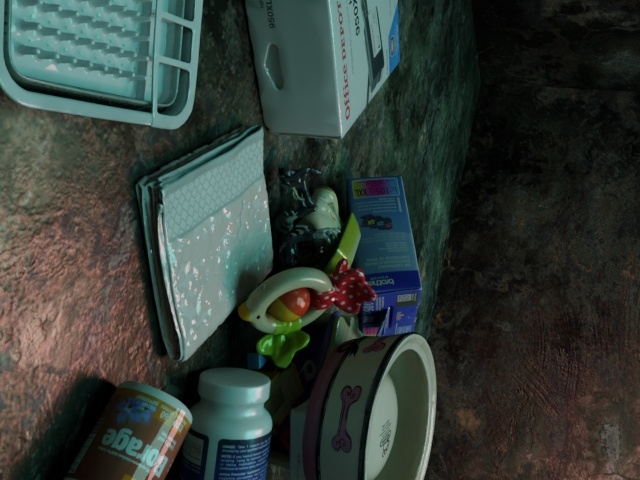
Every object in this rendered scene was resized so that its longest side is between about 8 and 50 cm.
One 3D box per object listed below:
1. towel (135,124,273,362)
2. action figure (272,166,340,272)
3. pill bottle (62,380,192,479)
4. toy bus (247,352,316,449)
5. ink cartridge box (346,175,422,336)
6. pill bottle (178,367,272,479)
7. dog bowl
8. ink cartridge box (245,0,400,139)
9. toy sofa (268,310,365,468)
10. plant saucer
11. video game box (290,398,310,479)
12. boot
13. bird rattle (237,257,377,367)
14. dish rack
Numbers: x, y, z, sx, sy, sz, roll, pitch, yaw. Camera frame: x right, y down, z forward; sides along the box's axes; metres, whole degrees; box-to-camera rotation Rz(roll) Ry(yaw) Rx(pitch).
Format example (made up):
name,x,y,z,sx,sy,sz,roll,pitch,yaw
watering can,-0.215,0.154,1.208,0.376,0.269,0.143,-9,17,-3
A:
name,x,y,z,sx,sy,sz,roll,pitch,yaw
towel,-0.175,-0.008,1.079,0.332,0.053,0.316,-47,141,-54
action figure,-0.032,-0.012,1.307,0.164,0.141,0.275,-162,-105,-79
pill bottle,-0.272,0.313,0.855,0.121,0.121,0.216,73,32,-48
toy bus,-0.115,0.315,1.279,0.202,0.104,0.190,39,52,-48
ink cartridge box,0.155,0.071,1.586,0.270,0.151,0.395,84,-1,-58
pill bottle,-0.166,0.368,1.108,0.153,0.153,0.264,-1,100,-69
dog bowl,0.107,0.383,1.301,0.408,0.150,0.407,-14,106,-61
ink cartridge box,0.026,-0.420,1.269,0.395,0.166,0.285,-58,148,-45
toy sofa,-0.031,0.339,1.448,0.177,0.150,0.362,51,51,-51
plant saucer,0.028,0.056,1.342,0.188,0.045,0.188,-59,-177,29
video game box,0.001,0.423,1.316,0.187,0.048,0.205,-12,105,-58
boot,0.000,0.000,1.499,0.165,0.077,0.213,-62,147,-41
bird rattle,-0.035,0.120,1.161,0.207,0.254,0.143,33,32,-53
dish rack,-0.257,-0.284,0.727,0.333,0.072,0.285,-12,110,-68
